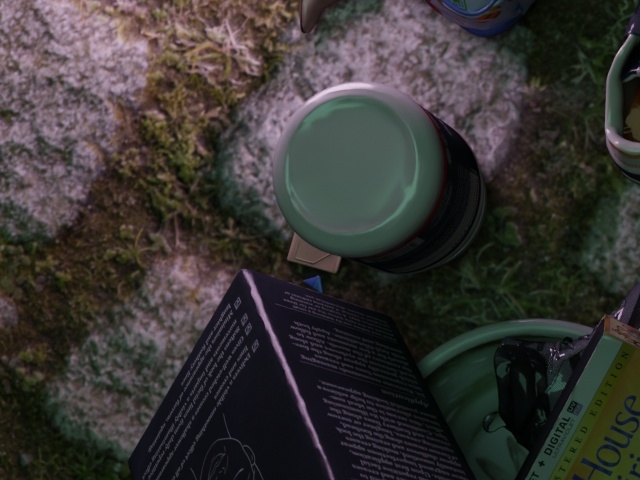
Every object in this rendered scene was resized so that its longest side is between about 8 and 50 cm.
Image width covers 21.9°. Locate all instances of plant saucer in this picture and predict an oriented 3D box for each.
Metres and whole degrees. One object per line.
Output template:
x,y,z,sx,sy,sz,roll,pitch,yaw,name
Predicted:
0.245,0.288,1.853,0.400,0.100,0.400,-2,83,19,plant saucer

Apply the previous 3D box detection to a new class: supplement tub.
0.075,-0.063,1.865,0.191,0.272,0.191,-3,82,19,supplement tub

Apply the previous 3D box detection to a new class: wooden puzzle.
0.000,0.000,2.023,0.078,0.014,0.116,23,91,25,wooden puzzle

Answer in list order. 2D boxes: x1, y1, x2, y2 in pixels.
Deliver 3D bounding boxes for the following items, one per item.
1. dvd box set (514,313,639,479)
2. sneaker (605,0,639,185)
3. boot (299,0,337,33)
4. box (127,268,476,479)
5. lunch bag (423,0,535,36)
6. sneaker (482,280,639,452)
0.406,0.298,1.673,0.420,0.062,0.307,26,108,1,dvd box set
0.403,-0.221,1.850,0.126,0.127,0.321,13,86,22,sneaker
0.024,-0.311,2.039,0.087,0.042,0.118,5,85,18,boot
-0.020,0.273,1.758,0.293,0.212,0.395,-59,30,22,box
0.202,-0.414,1.952,0.243,0.115,0.303,41,96,25,lunch bag
0.273,0.116,1.756,0.153,0.101,0.268,28,95,17,sneaker
